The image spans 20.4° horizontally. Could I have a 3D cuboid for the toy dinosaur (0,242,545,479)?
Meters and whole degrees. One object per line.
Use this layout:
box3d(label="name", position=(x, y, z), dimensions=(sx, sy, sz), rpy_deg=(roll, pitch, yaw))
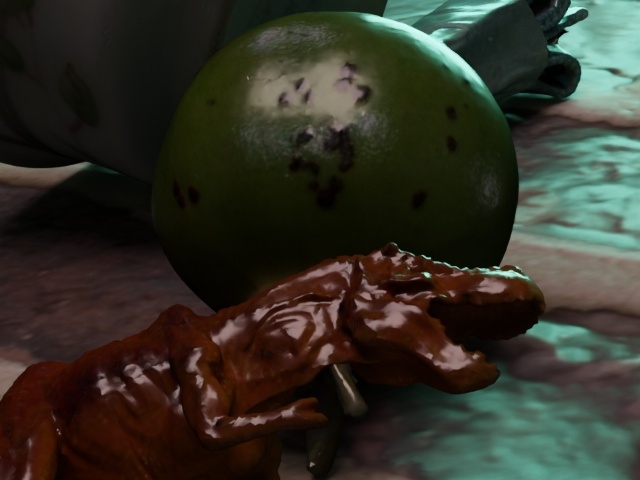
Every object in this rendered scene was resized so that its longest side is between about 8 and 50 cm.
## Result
box3d(label="toy dinosaur", position=(-0.120, 0.111, 0.690), dimensions=(0.432, 0.097, 0.208), rpy_deg=(-17, 36, 16))

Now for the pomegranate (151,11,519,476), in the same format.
box3d(label="pomegranate", position=(0.000, 0.000, 0.838), dimensions=(0.181, 0.181, 0.224), rpy_deg=(0, 48, 23))

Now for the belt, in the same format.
box3d(label="belt", position=(0.062, -0.090, 1.099), dimensions=(0.072, 0.087, 0.302), rpy_deg=(-1, 23, 46))

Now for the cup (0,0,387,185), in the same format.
box3d(label="cup", position=(-0.069, -0.168, 1.082), dimensions=(0.163, 0.347, 0.347), rpy_deg=(32, 44, 28))
